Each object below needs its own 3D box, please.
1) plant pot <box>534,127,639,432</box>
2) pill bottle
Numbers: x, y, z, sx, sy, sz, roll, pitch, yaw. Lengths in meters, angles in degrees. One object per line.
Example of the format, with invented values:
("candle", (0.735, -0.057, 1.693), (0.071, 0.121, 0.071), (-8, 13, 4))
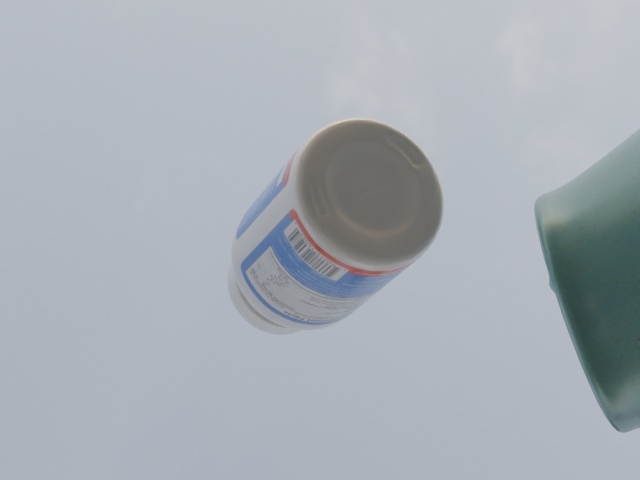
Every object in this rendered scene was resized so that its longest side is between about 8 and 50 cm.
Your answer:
("plant pot", (0.297, 0.010, 0.974), (0.255, 0.272, 0.271), (-20, -97, 15))
("pill bottle", (0.000, 0.000, 1.114), (0.124, 0.221, 0.124), (8, -112, -19))
